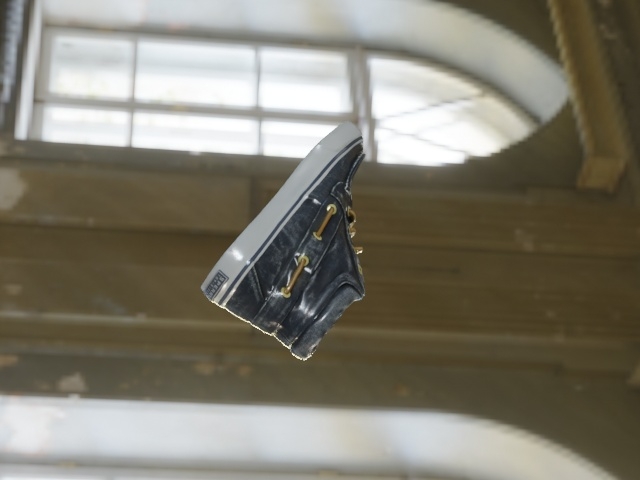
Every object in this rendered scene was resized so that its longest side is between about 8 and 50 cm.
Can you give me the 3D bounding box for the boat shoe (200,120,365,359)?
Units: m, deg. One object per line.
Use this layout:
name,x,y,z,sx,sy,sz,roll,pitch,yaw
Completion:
boat shoe,0.000,0.000,0.921,0.183,0.083,0.065,-52,-179,-42
